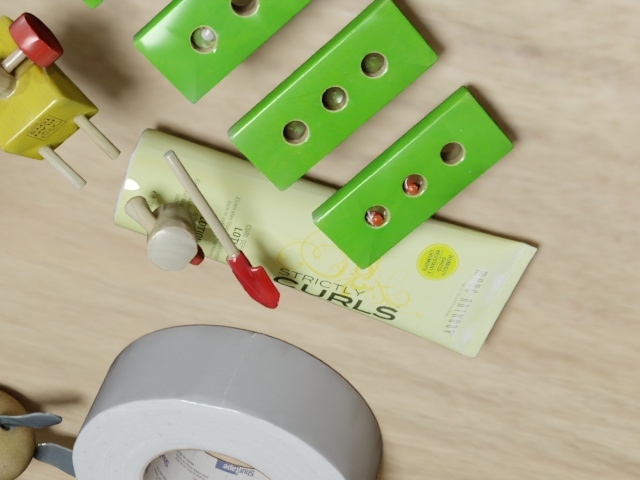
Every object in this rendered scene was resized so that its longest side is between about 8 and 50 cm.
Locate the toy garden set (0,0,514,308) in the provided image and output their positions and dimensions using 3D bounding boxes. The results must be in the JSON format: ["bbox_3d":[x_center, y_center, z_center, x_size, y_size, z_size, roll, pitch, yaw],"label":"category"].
[{"bbox_3d":[-0.054,-0.074,0.573,0.204,0.049,0.244,-40,116,12],"label":"toy garden set"}]

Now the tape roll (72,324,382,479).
[{"bbox_3d":[-0.068,0.163,0.812,0.219,0.072,0.219,9,134,9],"label":"tape roll"}]

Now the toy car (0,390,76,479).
[{"bbox_3d":[-0.276,0.172,0.850,0.188,0.149,0.155,-6,142,7],"label":"toy car"}]

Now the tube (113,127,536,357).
[{"bbox_3d":[0.000,0.000,0.652,0.240,0.062,0.070,19,166,-6],"label":"tube"}]
